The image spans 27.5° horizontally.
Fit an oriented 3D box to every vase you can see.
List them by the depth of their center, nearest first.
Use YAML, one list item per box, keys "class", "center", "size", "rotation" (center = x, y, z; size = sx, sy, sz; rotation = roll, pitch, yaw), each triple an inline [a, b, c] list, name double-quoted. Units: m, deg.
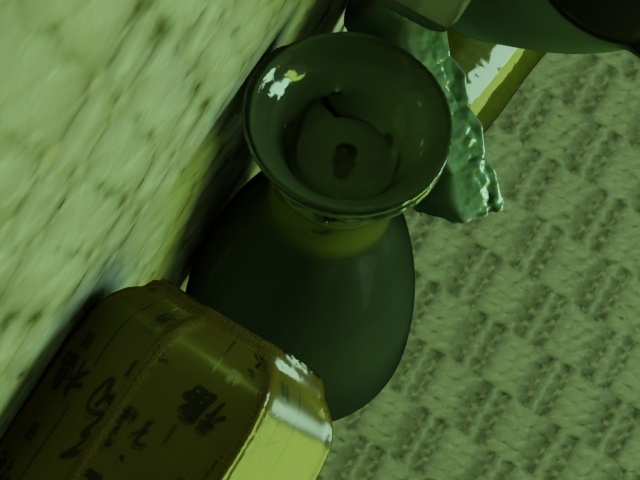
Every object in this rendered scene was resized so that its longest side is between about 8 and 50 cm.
- class: "vase"
  center: [0.000, 0.000, 0.865]
  size: [0.173, 0.173, 0.321]
  rotation: [-58, 174, -24]

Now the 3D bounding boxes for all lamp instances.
- class: "lamp"
  center: [-0.088, 0.125, 0.682]
  size: [0.185, 0.161, 0.161]
  rotation: [-58, 178, -10]

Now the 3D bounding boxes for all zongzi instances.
- class: "zongzi"
  center: [0.108, -0.164, 1.420]
  size: [0.289, 0.154, 0.317]
  rotation: [-51, -177, -7]

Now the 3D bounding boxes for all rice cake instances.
- class: "rice cake"
  center: [0.066, -0.095, 0.896]
  size: [0.037, 0.189, 0.198]
  rotation: [-21, -166, -4]

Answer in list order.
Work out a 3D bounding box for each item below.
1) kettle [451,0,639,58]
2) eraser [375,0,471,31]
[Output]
- class: "kettle"
  center: [0.137, -0.210, 0.746]
  size: [0.161, 0.221, 0.236]
  rotation: [-20, -165, -4]
- class: "eraser"
  center: [0.062, -0.187, 0.559]
  size: [0.061, 0.089, 0.352]
  rotation: [-62, 179, -23]
